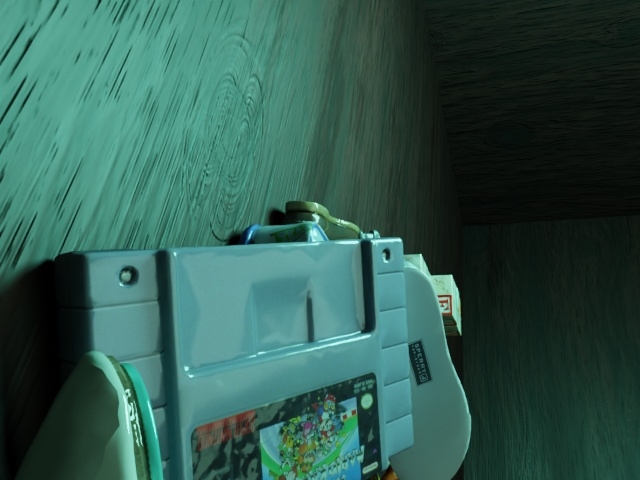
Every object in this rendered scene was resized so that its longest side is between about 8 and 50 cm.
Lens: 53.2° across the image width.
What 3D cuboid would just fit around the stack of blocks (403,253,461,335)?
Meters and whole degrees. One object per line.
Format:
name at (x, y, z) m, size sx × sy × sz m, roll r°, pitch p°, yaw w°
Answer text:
stack of blocks at (0.188, 0.120, 1.314) m, size 0.297 × 0.171 × 0.087 m, roll 51°, pitch 39°, yaw -61°

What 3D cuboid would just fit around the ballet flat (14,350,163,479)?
ballet flat at (-0.135, 0.263, 0.323) m, size 0.139 × 0.139 × 0.399 m, roll -16°, pitch 101°, yaw -73°

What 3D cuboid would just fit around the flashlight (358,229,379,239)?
flashlight at (0.073, 0.136, 1.069) m, size 0.103 × 0.103 × 0.303 m, roll 0°, pitch 85°, yaw -43°

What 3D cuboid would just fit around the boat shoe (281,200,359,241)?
boat shoe at (0.000, 0.000, 0.907) m, size 0.207 × 0.073 × 0.073 m, roll 20°, pitch 69°, yaw -64°

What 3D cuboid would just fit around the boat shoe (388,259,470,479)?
boat shoe at (0.102, 0.158, 0.777) m, size 0.102 × 0.108 × 0.301 m, roll -130°, pitch -157°, yaw -72°

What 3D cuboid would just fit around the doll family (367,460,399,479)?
doll family at (0.040, 0.371, 0.931) m, size 0.263 × 0.119 × 0.163 m, roll -22°, pitch 114°, yaw -53°

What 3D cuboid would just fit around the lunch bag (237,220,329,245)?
lunch bag at (-0.012, 0.123, 0.772) m, size 0.303 × 0.115 × 0.243 m, roll 57°, pitch 31°, yaw -56°

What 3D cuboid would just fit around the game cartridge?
game cartridge at (-0.038, 0.115, 0.542) m, size 0.355 × 0.068 × 0.230 m, roll -3°, pitch 85°, yaw -48°
